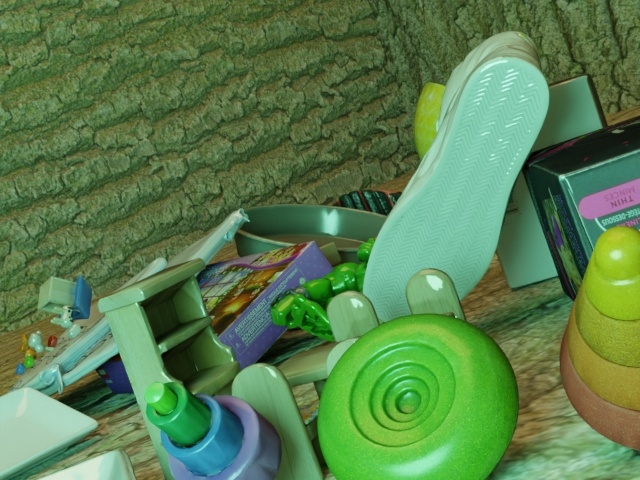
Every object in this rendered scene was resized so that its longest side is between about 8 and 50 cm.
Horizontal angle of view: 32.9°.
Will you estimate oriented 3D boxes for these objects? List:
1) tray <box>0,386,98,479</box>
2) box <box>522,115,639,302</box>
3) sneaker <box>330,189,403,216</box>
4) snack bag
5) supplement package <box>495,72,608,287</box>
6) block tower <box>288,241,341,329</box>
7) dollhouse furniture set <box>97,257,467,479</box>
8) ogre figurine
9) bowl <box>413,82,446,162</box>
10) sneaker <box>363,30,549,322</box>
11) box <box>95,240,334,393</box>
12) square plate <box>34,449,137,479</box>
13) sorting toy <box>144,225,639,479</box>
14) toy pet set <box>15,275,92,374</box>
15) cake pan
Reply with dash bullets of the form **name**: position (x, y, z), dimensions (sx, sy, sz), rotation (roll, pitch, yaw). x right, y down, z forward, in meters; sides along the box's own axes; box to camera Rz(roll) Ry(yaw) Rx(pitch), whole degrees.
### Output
- **tray**: position (-0.373, 0.231, 1.103), dimensions (0.145, 0.030, 0.270), rotation (14, 27, 42)
- **box**: position (0.280, -0.026, 0.922), dimensions (0.165, 0.143, 0.270), rotation (-20, 5, 5)
- **sneaker**: position (0.036, -0.025, 2.011), dimensions (0.314, 0.116, 0.136), rotation (-18, 4, 15)
- **snack bag**: position (-0.274, 0.103, 1.431), dimensions (0.342, 0.037, 0.323), rotation (-32, 12, 35)
- **supplement package**: position (0.260, -0.075, 1.224), dimensions (0.149, 0.194, 0.203), rotation (-17, 5, 17)
- **block tower**: position (-0.105, 0.082, 1.524), dimensions (0.097, 0.091, 0.335), rotation (-23, 5, -39)
- **dollhouse furniture set**: position (-0.023, 0.078, 0.839), dimensions (0.242, 0.161, 0.212), rotation (-17, 5, 23)
- **ogre figurine**: position (0.050, 0.059, 1.177), dimensions (0.197, 0.097, 0.118), rotation (-26, 10, 39)
- **bowl**: position (0.255, -0.110, 1.687), dimensions (0.156, 0.289, 0.289), rotation (-63, 5, 2)
- **sneaker**: position (0.138, -0.062, 1.055), dimensions (0.292, 0.108, 0.169), rotation (-63, 1, 26)
- **box**: position (-0.137, 0.098, 1.326), dimensions (0.293, 0.057, 0.201), rotation (-13, 26, 52)
- **square plate**: position (-0.264, 0.240, 0.664), dimensions (0.347, 0.049, 0.344), rotation (-21, 6, -14)
- **sorting toy**: position (0.057, 0.067, 0.606), dimensions (0.365, 0.127, 0.126), rotation (-17, -39, 18)
- **toy pet set**: position (-0.335, 0.110, 1.401), dimensions (0.065, 0.114, 0.122), rotation (18, -32, -30)
- **cake pan**: position (0.000, 0.000, 1.646), dimensions (0.293, 0.054, 0.293), rotation (4, 13, -1)
